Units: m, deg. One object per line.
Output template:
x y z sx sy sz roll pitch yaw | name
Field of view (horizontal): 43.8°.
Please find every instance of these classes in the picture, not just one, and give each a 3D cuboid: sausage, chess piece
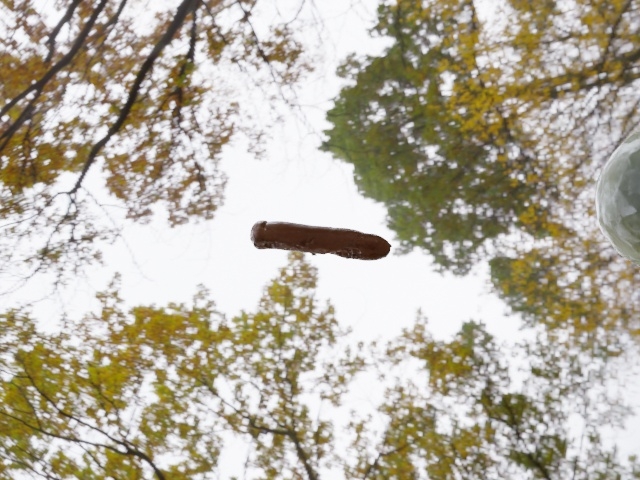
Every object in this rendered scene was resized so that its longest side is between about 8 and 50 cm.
0.000 0.000 0.874 0.158 0.042 0.036 6 -68 6 | sausage
0.257 -0.016 0.520 0.243 0.133 0.133 6 -96 -52 | chess piece
